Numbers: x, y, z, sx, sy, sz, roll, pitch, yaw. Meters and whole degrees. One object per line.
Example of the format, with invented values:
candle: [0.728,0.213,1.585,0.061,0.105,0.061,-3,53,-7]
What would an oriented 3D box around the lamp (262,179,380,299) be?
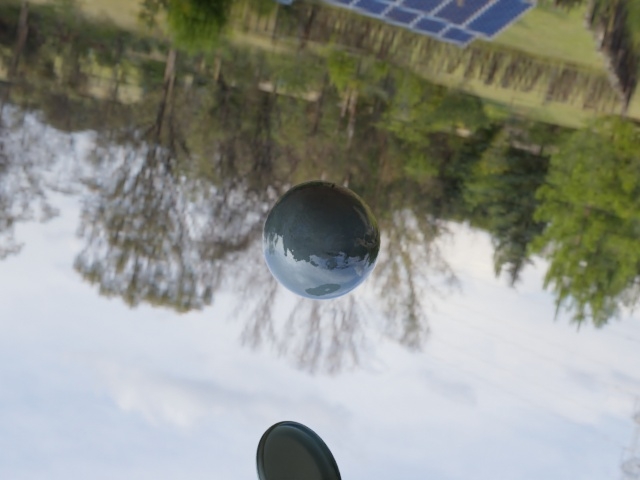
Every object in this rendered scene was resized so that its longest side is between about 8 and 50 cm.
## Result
lamp: [0.000,0.000,0.828,0.105,0.105,0.105,12,-174,-1]

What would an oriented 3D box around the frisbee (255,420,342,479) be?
frisbee: [-0.019,0.222,0.898,0.014,0.110,0.110,-33,159,32]
